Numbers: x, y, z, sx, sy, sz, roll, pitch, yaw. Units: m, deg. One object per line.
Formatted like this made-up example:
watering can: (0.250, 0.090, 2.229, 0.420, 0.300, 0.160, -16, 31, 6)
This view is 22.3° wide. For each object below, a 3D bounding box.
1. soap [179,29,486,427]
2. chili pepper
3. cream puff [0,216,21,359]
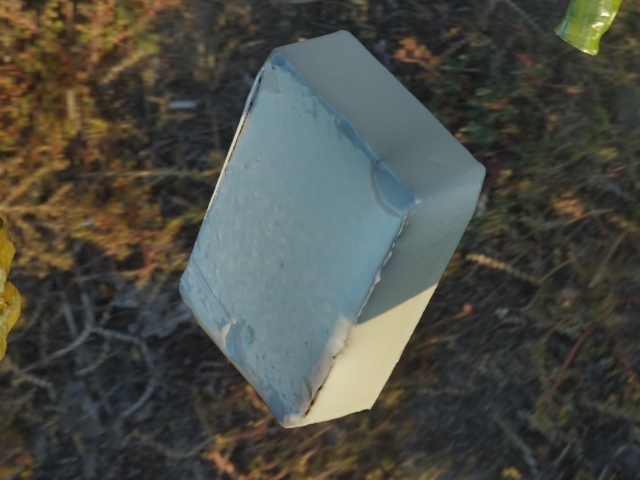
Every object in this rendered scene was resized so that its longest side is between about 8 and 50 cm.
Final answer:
soap: (0.000, 0.000, 0.835, 0.121, 0.064, 0.183, 49, 136, 26)
chili pepper: (0.217, -0.239, 1.216, 0.052, 0.050, 0.201, 4, 107, -13)
cream puff: (-0.373, 0.060, 1.456, 0.195, 0.221, 0.194, 12, 132, 14)
